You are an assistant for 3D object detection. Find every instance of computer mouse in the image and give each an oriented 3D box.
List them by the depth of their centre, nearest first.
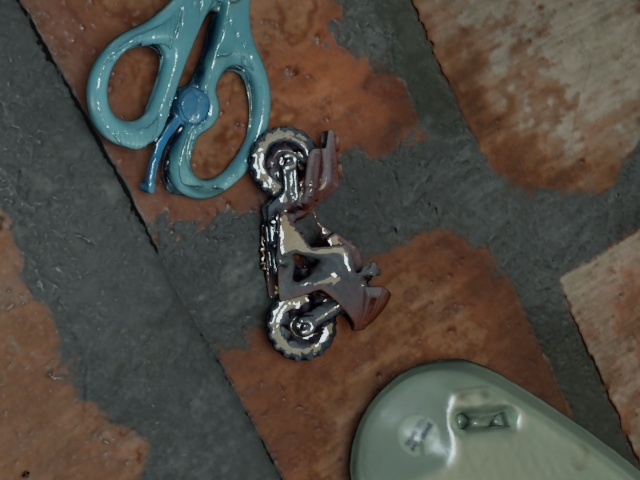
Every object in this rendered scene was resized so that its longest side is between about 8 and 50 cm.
[{"bbox_3d":[0.179,0.248,1.237,0.331,0.095,0.197,34,81,-8],"label":"computer mouse"}]

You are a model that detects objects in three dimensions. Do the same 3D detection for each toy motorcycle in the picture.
[{"bbox_3d":[0.000,0.000,1.186,0.118,0.084,0.212,-7,93,-11],"label":"toy motorcycle"}]

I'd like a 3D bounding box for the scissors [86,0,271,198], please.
[{"bbox_3d":[-0.081,-0.224,1.151,0.180,0.032,0.393,23,85,-39],"label":"scissors"}]
